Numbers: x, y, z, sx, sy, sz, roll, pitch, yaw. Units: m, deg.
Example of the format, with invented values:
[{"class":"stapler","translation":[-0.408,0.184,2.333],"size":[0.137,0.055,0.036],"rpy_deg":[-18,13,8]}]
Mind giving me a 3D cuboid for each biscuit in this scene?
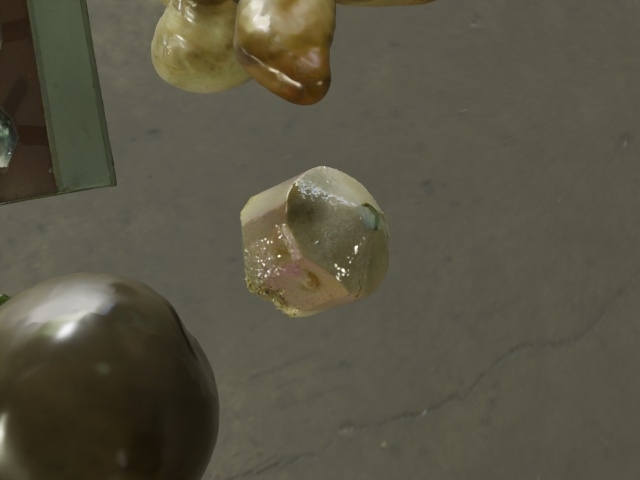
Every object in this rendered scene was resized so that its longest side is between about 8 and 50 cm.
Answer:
[{"class":"biscuit","translation":[-0.018,-0.176,0.908],"size":[0.164,0.208,0.047],"rpy_deg":[43,131,3]}]

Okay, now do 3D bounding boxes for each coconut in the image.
[{"class":"coconut","translation":[0.000,0.000,1.185],"size":[0.122,0.116,0.116],"rpy_deg":[-26,90,45]}]

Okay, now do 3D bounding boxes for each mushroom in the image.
[{"class":"mushroom","translation":[-0.074,-0.182,1.105],"size":[0.112,0.148,0.148],"rpy_deg":[41,104,-1]}]

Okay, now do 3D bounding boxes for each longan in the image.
[{"class":"longan","translation":[-0.160,0.119,0.967],"size":[0.198,0.212,0.198],"rpy_deg":[5,68,-12]}]

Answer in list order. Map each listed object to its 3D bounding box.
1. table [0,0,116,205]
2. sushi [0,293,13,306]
[{"class":"table","translation":[-0.236,-0.067,0.751],"size":[0.240,0.111,0.121],"rpy_deg":[-8,92,38]},{"class":"sushi","translation":[-0.296,0.237,1.523],"size":[0.294,0.178,0.351],"rpy_deg":[23,98,28]}]
